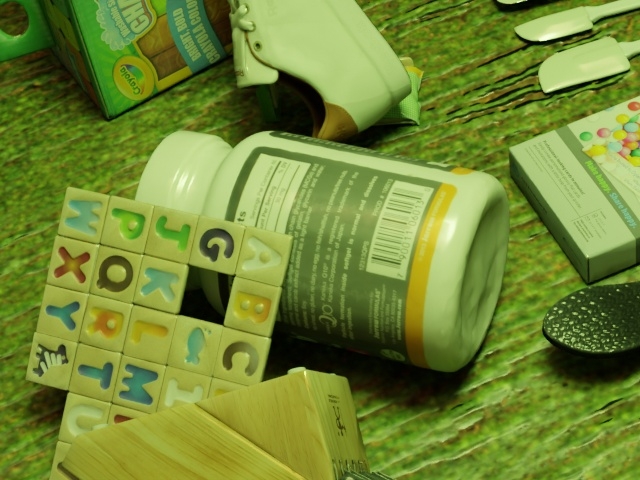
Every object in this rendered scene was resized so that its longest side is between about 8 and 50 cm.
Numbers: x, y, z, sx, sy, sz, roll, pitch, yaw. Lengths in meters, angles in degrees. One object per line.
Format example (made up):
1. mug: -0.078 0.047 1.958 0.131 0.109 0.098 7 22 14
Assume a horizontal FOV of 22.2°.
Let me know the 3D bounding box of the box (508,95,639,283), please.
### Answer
1. box: 0.276 -0.055 1.391 0.186 0.038 0.145 -21 49 -9

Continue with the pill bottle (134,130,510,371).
1. pill bottle: 0.000 0.000 1.311 0.278 0.162 0.162 12 53 20

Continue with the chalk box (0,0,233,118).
1. chalk box: -0.193 -0.256 1.555 0.289 0.180 0.179 -31 51 -15

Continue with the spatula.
1. spatula: 0.297 -0.231 1.550 0.242 0.019 0.168 -17 48 -4

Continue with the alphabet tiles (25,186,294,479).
1. alphabet tiles: -0.136 0.092 1.263 0.198 0.009 0.237 12 90 20

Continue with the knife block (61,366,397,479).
1. knife block: -0.028 0.223 1.153 0.276 0.088 0.242 -17 75 18

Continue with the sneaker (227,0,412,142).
1. sneaker: -0.050 -0.208 1.418 0.123 0.106 0.290 -39 96 -8

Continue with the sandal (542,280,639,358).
1. sandal: 0.258 0.062 1.299 0.179 0.040 0.067 -15 53 -22

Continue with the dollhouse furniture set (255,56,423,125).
1. dollhouse furniture set: 0.017 -0.148 1.502 0.152 0.058 0.076 -3 50 8
